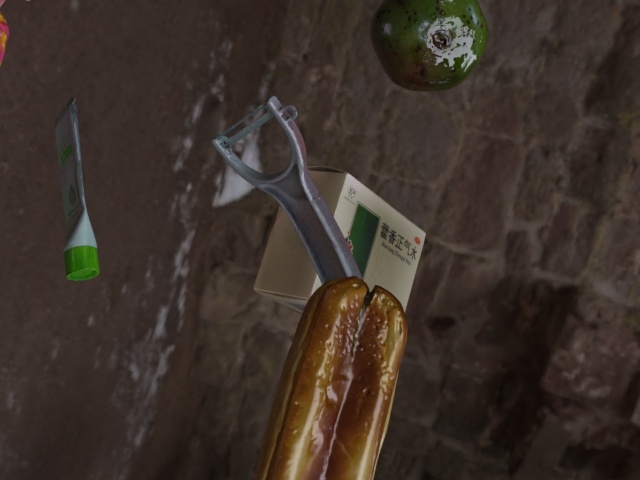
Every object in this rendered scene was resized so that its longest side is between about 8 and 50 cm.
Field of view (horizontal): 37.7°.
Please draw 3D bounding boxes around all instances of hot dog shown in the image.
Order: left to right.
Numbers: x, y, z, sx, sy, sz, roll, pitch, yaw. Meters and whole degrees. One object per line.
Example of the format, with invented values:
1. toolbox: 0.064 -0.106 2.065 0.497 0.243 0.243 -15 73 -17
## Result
1. hot dog: 0.004 0.148 0.759 0.068 0.100 0.249 -14 -124 64

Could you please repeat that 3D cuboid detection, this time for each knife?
1. knife: 0.002 0.000 0.894 0.053 0.278 0.123 -30 -176 -36

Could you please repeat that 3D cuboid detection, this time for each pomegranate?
1. pomegranate: 0.163 -0.320 1.459 0.224 0.181 0.181 -118 -136 -80

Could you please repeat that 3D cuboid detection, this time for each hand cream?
1. hand cream: -0.372 -0.078 1.411 0.050 0.079 0.275 20 54 -58

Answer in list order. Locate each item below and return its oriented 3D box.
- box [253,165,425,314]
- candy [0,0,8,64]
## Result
1. box: 0.031 0.023 1.190 0.212 0.095 0.168 32 69 -51
2. candy: -0.307 -0.272 0.927 0.365 0.124 0.124 -35 -165 30
